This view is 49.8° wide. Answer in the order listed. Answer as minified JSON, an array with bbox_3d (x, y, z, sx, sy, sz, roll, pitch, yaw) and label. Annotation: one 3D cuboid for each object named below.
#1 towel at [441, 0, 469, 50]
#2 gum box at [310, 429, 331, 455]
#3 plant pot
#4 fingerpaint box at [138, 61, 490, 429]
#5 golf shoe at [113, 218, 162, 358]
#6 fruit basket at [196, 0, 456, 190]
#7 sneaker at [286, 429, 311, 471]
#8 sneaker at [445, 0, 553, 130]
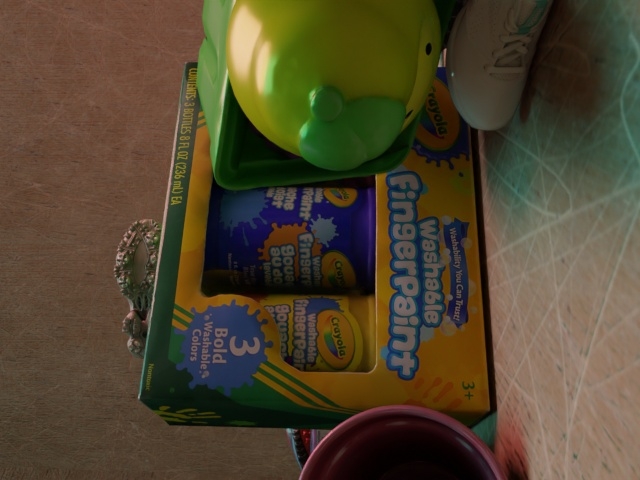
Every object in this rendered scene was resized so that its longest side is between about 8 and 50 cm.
[{"bbox_3d":[0.143,-0.371,0.818,0.235,0.121,0.283,-94,6,-71],"label":"towel"},{"bbox_3d":[0.018,0.284,0.935,0.188,0.062,0.107,-89,2,-60],"label":"gum box"},{"bbox_3d":[0.091,0.276,0.688,0.180,0.201,0.201,57,-148,-64],"label":"plant pot"},{"bbox_3d":[0.000,0.000,0.862,0.163,0.371,0.444,89,-177,-66],"label":"fingerpaint box"},{"bbox_3d":[-0.216,0.058,0.882,0.086,0.069,0.176,-40,-48,-80],"label":"golf shoe"},{"bbox_3d":[0.024,-0.194,0.621,0.392,0.283,0.392,25,120,55],"label":"fruit basket"},{"bbox_3d":[-0.003,0.359,1.171,0.104,0.125,0.262,-53,-47,-21],"label":"sneaker"},{"bbox_3d":[0.167,-0.193,0.600,0.094,0.080,0.212,-116,28,-62],"label":"sneaker"}]
